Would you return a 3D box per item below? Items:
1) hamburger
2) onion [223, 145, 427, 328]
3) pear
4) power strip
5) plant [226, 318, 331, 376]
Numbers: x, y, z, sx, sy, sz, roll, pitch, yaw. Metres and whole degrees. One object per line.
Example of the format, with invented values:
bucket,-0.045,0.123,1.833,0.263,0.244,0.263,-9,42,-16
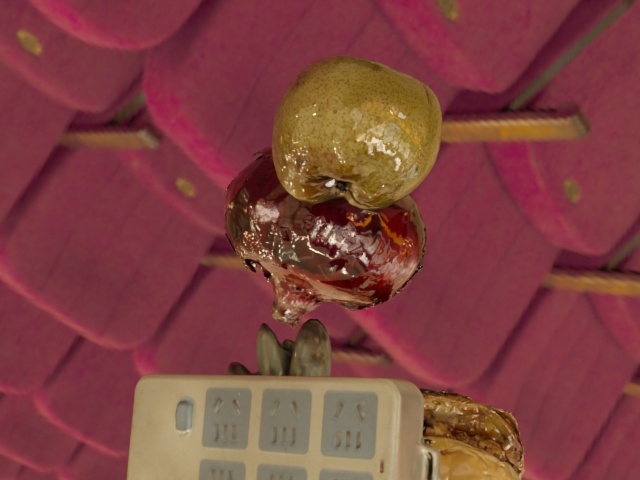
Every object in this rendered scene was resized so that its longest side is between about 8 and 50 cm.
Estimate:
hamburger,0.160,0.327,1.519,0.244,0.163,0.244,9,131,11
onion,0.000,0.000,1.345,0.252,0.219,0.252,18,177,1
pear,0.035,-0.103,1.113,0.167,0.137,0.167,13,154,6
power strip,-0.028,0.111,0.589,0.192,0.082,0.035,-3,169,35
plant,-0.014,0.210,1.061,0.146,0.275,0.149,-24,151,23
